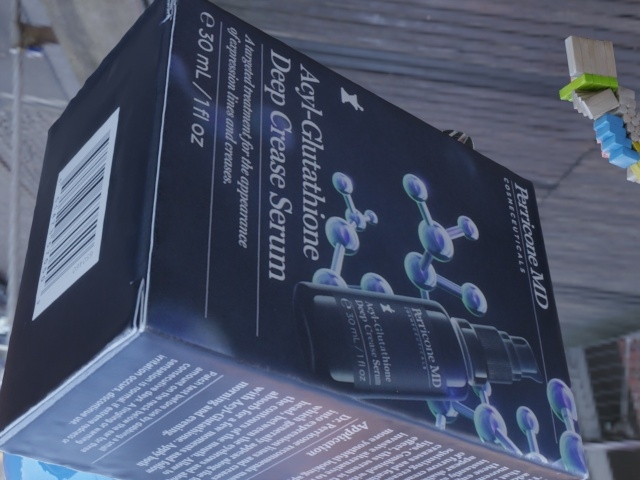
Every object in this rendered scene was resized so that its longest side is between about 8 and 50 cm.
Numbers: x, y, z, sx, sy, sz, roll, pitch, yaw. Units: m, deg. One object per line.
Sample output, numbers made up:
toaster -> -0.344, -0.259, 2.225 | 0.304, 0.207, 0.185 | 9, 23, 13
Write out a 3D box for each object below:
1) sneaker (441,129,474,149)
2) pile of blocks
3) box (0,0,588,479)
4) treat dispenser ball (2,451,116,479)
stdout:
sneaker -> 0.162, -0.053, 1.577 | 0.107, 0.279, 0.118 | 27, 174, 17
pile of blocks -> 0.576, -0.239, 1.972 | 0.149, 0.362, 0.112 | -22, 172, -28
box -> -0.014, 0.044, 0.770 | 0.395, 0.293, 0.212 | 24, 138, -32
treat dispenser ball -> -0.230, 0.247, 1.157 | 0.288, 0.288, 0.288 | 7, 164, 2
